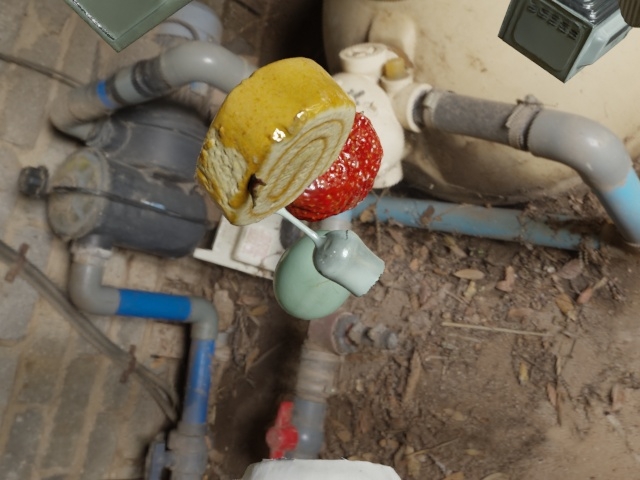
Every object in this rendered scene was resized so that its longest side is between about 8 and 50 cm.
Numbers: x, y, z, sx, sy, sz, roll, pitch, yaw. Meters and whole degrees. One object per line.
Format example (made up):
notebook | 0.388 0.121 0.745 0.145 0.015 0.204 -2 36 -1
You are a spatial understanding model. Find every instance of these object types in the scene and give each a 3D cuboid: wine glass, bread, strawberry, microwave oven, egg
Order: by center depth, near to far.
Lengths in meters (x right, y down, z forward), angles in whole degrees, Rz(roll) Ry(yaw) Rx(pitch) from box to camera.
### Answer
bread | -0.034 -0.078 0.548 0.073 0.122 0.149 49 140 14
wine glass | 0.000 0.000 0.929 0.079 0.195 0.079 -44 20 21
microwave oven | 0.411 -0.373 1.024 0.208 0.122 0.162 -39 68 -24
strawberry | -0.027 -0.142 1.163 0.258 0.277 0.257 6 114 14
egg | -0.009 0.073 1.383 0.231 0.168 0.168 -52 48 38

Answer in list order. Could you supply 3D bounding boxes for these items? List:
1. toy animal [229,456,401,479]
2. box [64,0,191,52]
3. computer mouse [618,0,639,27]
toy animal | -0.015 0.254 0.471 0.127 0.179 0.193 111 171 -61
box | -0.165 -0.297 0.505 0.225 0.225 0.117 -6 47 49
computer mouse | 0.294 -0.283 0.489 0.236 0.082 0.145 114 160 -47
